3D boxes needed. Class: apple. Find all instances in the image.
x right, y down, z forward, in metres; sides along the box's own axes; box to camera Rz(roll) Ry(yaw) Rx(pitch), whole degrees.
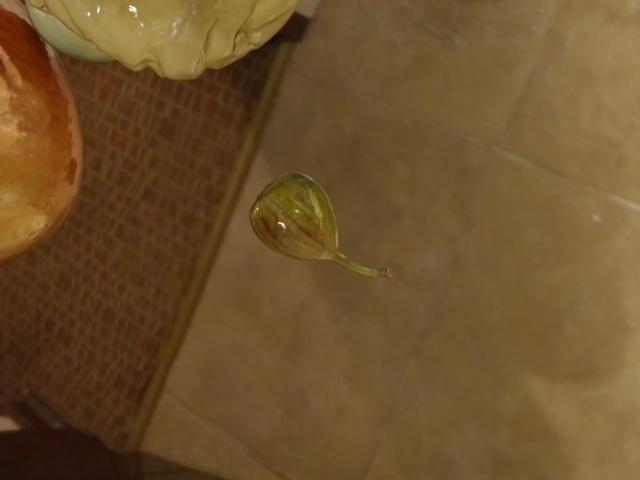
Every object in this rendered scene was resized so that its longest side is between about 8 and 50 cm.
[{"bbox_3d":[-0.353,-0.110,0.908,0.299,0.275,0.299,-22,63,51],"label":"apple"}]

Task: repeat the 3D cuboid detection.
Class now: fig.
[{"bbox_3d":[-0.002,-0.007,1.127,0.166,0.093,0.093,37,107,18],"label":"fig"}]

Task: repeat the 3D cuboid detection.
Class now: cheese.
[{"bbox_3d":[-0.099,-0.229,0.698,0.214,0.117,0.226,31,93,2],"label":"cheese"}]

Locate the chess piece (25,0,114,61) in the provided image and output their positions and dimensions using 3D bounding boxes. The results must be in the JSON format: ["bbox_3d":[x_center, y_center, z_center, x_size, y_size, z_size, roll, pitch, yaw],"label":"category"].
[{"bbox_3d":[-0.171,-0.272,0.848,0.144,0.144,0.251,33,111,35],"label":"chess piece"}]
